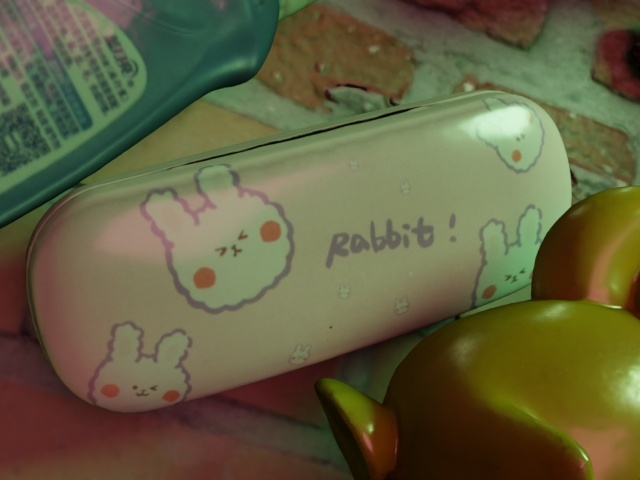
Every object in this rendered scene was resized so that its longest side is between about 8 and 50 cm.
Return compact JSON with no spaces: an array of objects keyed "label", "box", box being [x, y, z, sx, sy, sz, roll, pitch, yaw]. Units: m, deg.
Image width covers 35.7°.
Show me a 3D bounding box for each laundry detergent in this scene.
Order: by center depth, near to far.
[{"label":"laundry detergent","box":[-0.120,-0.107,0.494,0.289,0.094,0.143,-31,98,-23]}]

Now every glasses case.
[{"label":"glasses case","box":[0.000,0.000,0.514,0.296,0.075,0.113,-17,107,-20]}]

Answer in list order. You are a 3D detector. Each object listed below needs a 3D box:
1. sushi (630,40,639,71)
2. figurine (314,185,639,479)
[{"label":"sushi","box":[0.239,-0.117,0.641,0.083,0.044,0.046,9,101,-14]},{"label":"figurine","box":[0.134,0.089,0.470,0.228,0.215,0.215,-20,89,-34]}]
